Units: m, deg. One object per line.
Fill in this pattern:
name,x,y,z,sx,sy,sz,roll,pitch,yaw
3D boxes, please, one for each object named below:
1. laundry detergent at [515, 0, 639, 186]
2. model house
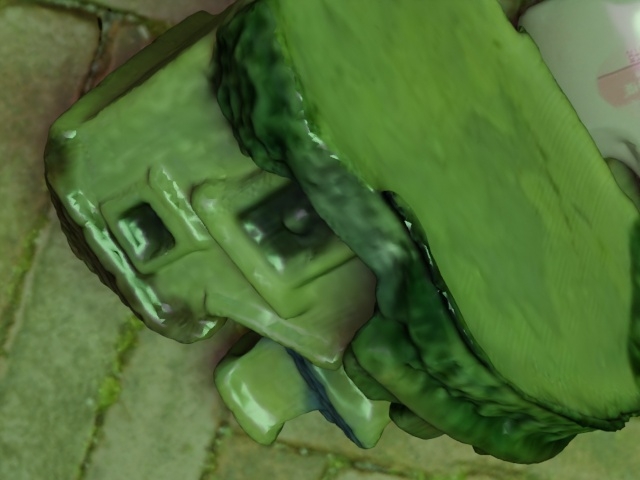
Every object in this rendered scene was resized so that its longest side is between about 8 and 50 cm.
laundry detergent,0.239,-0.009,0.812,0.159,0.088,0.335,-19,97,15
model house,0.000,0.000,0.729,0.266,0.261,0.321,-26,106,35
